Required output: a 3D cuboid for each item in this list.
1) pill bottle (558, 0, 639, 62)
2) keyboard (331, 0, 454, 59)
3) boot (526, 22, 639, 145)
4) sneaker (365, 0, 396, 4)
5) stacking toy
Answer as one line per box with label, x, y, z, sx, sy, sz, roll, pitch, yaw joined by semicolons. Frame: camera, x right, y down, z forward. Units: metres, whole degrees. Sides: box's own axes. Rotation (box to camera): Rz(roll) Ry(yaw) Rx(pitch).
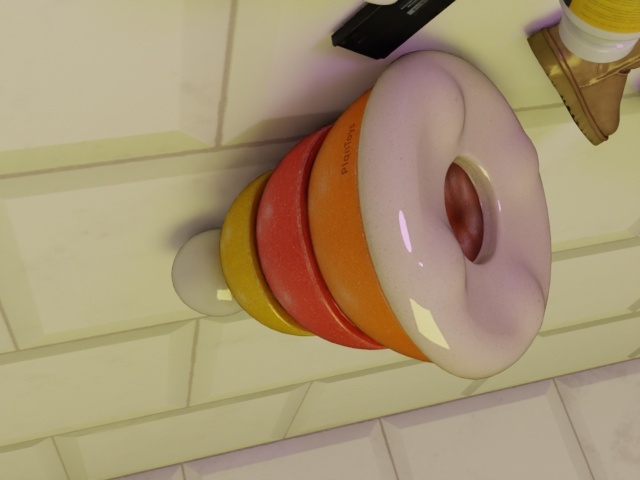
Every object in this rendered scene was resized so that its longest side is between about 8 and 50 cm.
pill bottle;0.263;-0.238;0.720;0.103;0.103;0.184;-14;155;-7
keyboard;0.086;-0.238;0.794;0.180;0.023;0.108;-35;156;33
boot;0.391;-0.226;0.935;0.269;0.089;0.236;-28;153;21
sneaker;0.003;-0.258;0.648;0.217;0.079;0.121;-4;147;-37
stacking toy;0.000;0.000;1.011;0.480;0.350;0.351;-11;163;38
